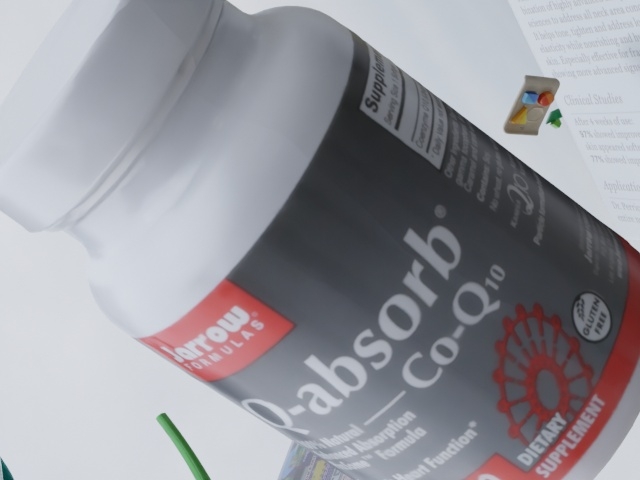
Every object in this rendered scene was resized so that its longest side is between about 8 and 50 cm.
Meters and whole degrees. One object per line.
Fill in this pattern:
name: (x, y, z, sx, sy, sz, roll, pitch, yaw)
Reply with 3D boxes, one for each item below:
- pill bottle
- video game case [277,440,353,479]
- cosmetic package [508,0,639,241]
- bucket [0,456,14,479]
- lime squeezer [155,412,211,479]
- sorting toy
pill bottle: (0.000, 0.000, 0.896, 0.363, 0.210, 0.210, 34, -165, -20)
video game case: (0.012, 0.195, 1.262, 0.023, 0.201, 0.183, 30, 154, -20)
cosmetic package: (0.454, -0.237, 1.723, 0.394, 0.327, 0.329, 63, 161, -14)
bucket: (-0.361, 0.170, 1.164, 0.281, 0.281, 0.183, -71, -31, -78)
lime squeezer: (-0.126, 0.353, 1.841, 0.058, 0.110, 0.311, -5, -90, -49)
sorting toy: (0.220, -0.132, 1.579, 0.083, 0.062, 0.012, 0, -152, -45)
